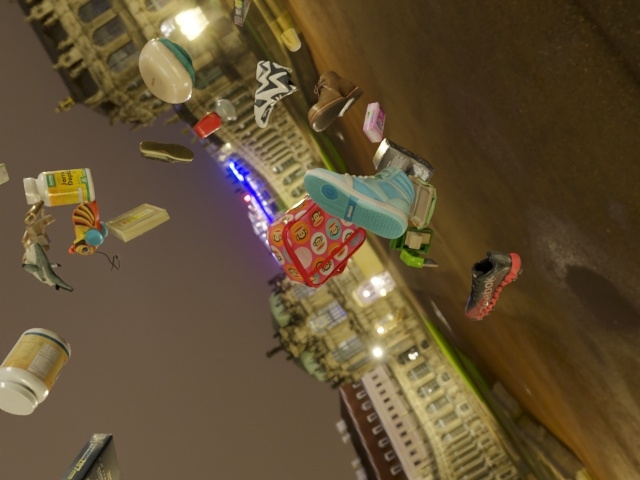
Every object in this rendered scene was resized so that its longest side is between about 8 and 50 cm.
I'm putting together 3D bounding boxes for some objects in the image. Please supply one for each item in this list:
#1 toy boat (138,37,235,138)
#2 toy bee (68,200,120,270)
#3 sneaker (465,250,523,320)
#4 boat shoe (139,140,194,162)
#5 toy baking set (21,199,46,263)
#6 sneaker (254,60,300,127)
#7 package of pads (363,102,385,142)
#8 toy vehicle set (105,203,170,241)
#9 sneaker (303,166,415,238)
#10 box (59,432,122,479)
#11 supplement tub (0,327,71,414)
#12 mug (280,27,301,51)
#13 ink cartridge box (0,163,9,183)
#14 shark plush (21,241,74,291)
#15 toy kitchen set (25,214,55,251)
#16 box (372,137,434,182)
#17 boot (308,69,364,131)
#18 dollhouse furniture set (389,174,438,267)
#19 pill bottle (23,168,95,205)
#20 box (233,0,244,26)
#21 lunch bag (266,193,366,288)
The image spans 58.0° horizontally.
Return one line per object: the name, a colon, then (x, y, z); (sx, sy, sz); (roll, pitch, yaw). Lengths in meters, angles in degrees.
toy boat: (-0.407, -0.469, 1.755); (0.318, 0.148, 0.267); (49, 161, -16)
toy bee: (-0.923, -0.007, 2.270); (0.195, 0.162, 0.298); (-120, 18, -86)
sneaker: (0.528, 0.142, 1.869); (0.135, 0.276, 0.097); (19, -150, -13)
boat shoe: (-0.653, -0.366, 2.448); (0.073, 0.224, 0.080); (117, 157, -50)
toy baking set: (-0.922, -0.029, 1.847); (0.030, 0.196, 0.256); (14, -154, -16)
sneaker: (-0.152, -0.513, 2.055); (0.094, 0.153, 0.235); (-81, -3, -72)
package of pads: (0.127, -0.277, 1.356); (0.050, 0.032, 0.083); (46, -132, -47)
toy vehicle set: (-0.642, -0.067, 2.011); (0.267, 0.166, 0.035); (16, 132, 58)
sneaker: (0.123, -0.152, 1.649); (0.319, 0.208, 0.127); (29, 143, 2)
box: (-0.573, 0.640, 1.461); (0.183, 0.059, 0.232); (-72, -18, -66)
supplement tub: (-0.792, 0.356, 1.575); (0.144, 0.144, 0.199); (55, -151, -31)
mug: (-0.108, -0.712, 2.068); (0.064, 0.078, 0.062); (57, 151, 5)
ink cartridge box: (-0.986, -0.143, 1.552); (0.235, 0.171, 0.056); (-77, -19, -67)
shark plush: (-0.732, 0.082, 1.557); (0.161, 0.067, 0.073); (48, 170, -12)
toy kitchen set: (-0.777, -0.021, 1.651); (0.075, 0.068, 0.083); (-46, -56, -48)
box: (0.318, -0.292, 2.233); (0.207, 0.108, 0.153); (27, -161, -8)
boot: (0.016, -0.387, 1.577); (0.115, 0.112, 0.305); (44, -148, -4)
dollhouse furniture set: (0.385, -0.072, 2.091); (0.197, 0.151, 0.301); (-127, 46, -64)
pill bottle: (-0.882, -0.178, 1.951); (0.117, 0.208, 0.117); (171, 90, -66)
box: (-0.275, -0.858, 2.048); (0.036, 0.114, 0.207); (18, 175, -7)
lunch bag: (0.000, 0.000, 1.730); (0.120, 0.293, 0.258); (0, 125, 49)
